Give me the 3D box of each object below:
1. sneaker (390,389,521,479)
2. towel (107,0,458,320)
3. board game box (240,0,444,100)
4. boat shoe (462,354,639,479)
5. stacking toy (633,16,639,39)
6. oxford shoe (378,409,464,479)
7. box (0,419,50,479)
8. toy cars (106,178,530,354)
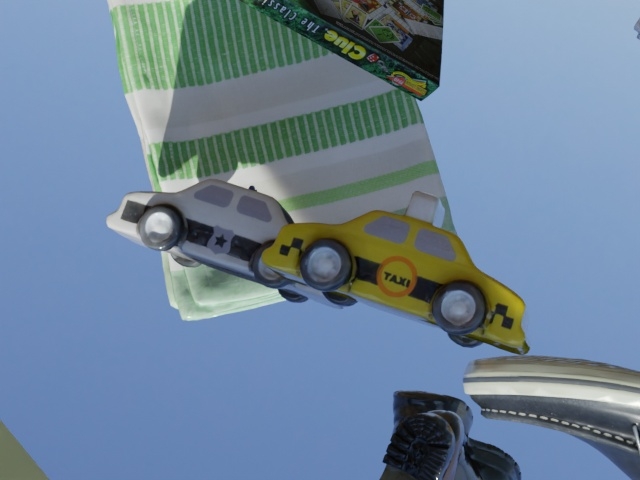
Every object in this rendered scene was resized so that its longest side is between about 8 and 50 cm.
[{"bbox_3d":[0.141,0.274,1.847,0.109,0.130,0.286,0,152,31],"label":"sneaker"},{"bbox_3d":[-0.041,-0.111,1.394,0.247,0.325,0.038,-15,165,-3],"label":"towel"},{"bbox_3d":[-0.014,-0.219,1.285,0.259,0.030,0.136,27,-132,-22],"label":"board game box"},{"bbox_3d":[0.368,0.221,1.532,0.500,0.156,0.187,18,178,3],"label":"boat shoe"},{"bbox_3d":[0.395,-0.216,1.393,0.167,0.221,0.052,36,-173,15],"label":"stacking toy"},{"bbox_3d":[0.088,0.272,1.678,0.083,0.227,0.096,38,-159,19],"label":"oxford shoe"},{"bbox_3d":[-0.369,0.169,1.277,0.243,0.117,0.213,48,-156,7],"label":"box"},{"bbox_3d":[0.000,0.000,1.191,0.176,0.087,0.393,24,173,-37],"label":"toy cars"}]
